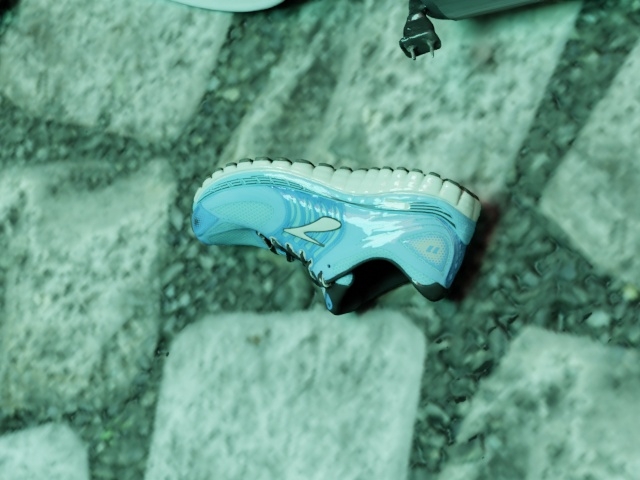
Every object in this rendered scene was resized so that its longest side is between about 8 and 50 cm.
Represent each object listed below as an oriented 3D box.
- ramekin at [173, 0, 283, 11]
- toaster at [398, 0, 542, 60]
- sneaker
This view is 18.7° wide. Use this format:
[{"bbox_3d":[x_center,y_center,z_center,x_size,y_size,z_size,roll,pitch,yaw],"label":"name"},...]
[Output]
[{"bbox_3d":[-0.085,-0.224,1.048,0.207,0.207,0.109,14,69,33],"label":"ramekin"},{"bbox_3d":[0.105,-0.208,0.973,0.146,0.129,0.227,-7,67,25],"label":"toaster"},{"bbox_3d":[0.000,0.000,0.993,0.162,0.063,0.073,3,77,31],"label":"sneaker"}]
